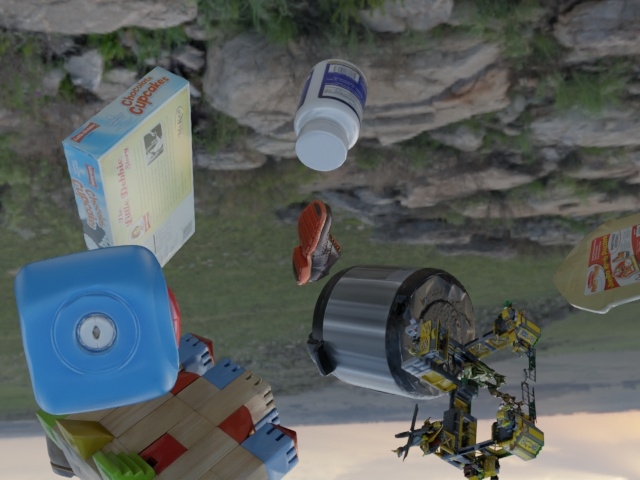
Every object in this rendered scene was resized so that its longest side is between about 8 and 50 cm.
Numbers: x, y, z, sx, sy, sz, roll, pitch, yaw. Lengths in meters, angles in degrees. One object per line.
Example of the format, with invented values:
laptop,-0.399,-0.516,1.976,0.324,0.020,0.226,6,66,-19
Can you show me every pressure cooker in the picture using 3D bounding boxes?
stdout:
pressure cooker,0.186,0.246,1.987,0.420,0.376,0.369,1,163,46

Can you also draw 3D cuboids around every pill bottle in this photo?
pill bottle,0.015,-0.209,1.157,0.112,0.187,0.112,7,138,7

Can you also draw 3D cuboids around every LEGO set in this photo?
LEGO set,0.257,0.248,1.247,0.192,0.331,0.255,33,143,-22

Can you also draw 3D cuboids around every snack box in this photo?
snack box,-0.260,-0.066,0.992,0.060,0.187,0.322,27,142,13

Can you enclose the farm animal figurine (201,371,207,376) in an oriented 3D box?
farm animal figurine,-0.345,0.273,1.428,0.326,0.172,0.330,3,166,27

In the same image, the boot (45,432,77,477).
boot,-0.500,0.473,1.548,0.305,0.115,0.112,-2,-159,25

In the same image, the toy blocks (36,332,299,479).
toy blocks,-0.172,0.274,0.945,0.381,0.191,0.261,22,-135,40

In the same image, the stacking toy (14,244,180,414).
stacking toy,-0.250,0.094,0.879,0.165,0.175,0.302,-10,-178,-5

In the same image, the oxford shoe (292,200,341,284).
oxford shoe,0.000,0.000,1.619,0.098,0.097,0.271,-8,146,-18

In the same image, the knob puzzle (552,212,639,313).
knob puzzle,0.464,0.043,1.104,0.030,0.213,0.213,40,145,-21
